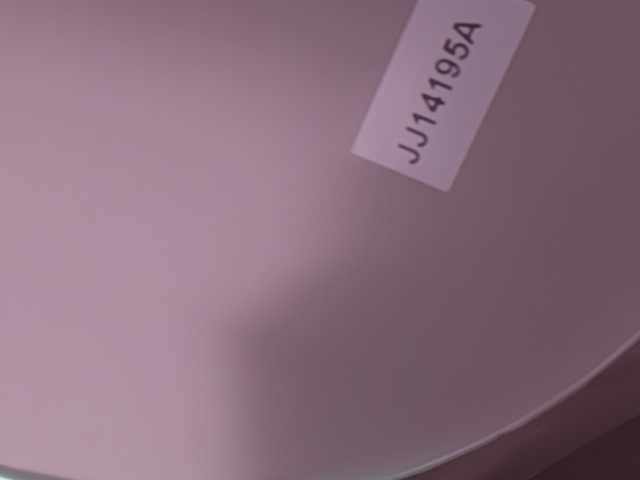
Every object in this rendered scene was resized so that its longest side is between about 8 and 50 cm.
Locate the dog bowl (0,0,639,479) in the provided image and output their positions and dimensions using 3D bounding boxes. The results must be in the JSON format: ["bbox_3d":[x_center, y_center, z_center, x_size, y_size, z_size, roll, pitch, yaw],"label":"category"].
[{"bbox_3d":[-0.029,-0.073,0.342,0.349,0.102,0.349,2,113,4],"label":"dog bowl"}]
